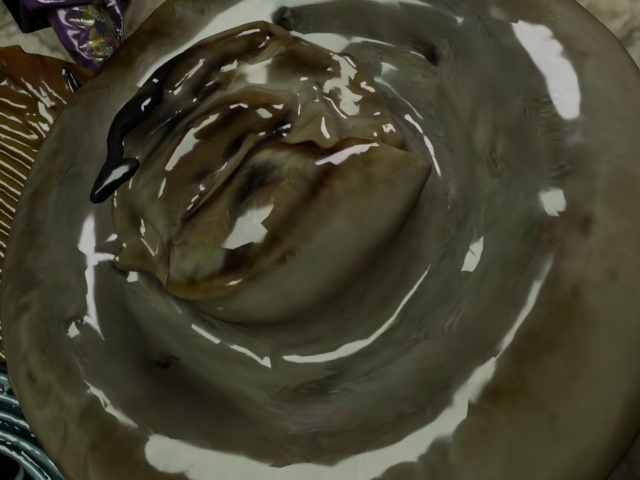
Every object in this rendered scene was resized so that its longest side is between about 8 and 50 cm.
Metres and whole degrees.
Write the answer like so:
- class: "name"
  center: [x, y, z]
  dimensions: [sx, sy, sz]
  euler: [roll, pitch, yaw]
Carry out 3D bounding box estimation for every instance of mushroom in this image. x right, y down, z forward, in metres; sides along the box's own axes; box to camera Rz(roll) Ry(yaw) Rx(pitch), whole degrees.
- class: "mushroom"
  center: [0.000, 0.000, 0.921]
  dimensions: [0.362, 0.294, 0.362]
  euler: [-9, 64, 18]

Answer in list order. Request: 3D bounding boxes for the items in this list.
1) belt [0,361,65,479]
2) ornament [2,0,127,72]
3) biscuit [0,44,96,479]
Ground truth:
- class: "belt"
  center: [-0.177, 0.179, 1.059]
  dimensions: [0.206, 0.116, 0.267]
  euler: [-45, 80, 8]
- class: "ornament"
  center: [-0.127, -0.085, 1.186]
  dimensions: [0.081, 0.088, 0.203]
  euler: [-26, 73, -2]
- class: "biscuit"
  center: [-0.202, 0.038, 1.148]
  dimensions: [0.318, 0.040, 0.318]
  euler: [0, 90, 21]
